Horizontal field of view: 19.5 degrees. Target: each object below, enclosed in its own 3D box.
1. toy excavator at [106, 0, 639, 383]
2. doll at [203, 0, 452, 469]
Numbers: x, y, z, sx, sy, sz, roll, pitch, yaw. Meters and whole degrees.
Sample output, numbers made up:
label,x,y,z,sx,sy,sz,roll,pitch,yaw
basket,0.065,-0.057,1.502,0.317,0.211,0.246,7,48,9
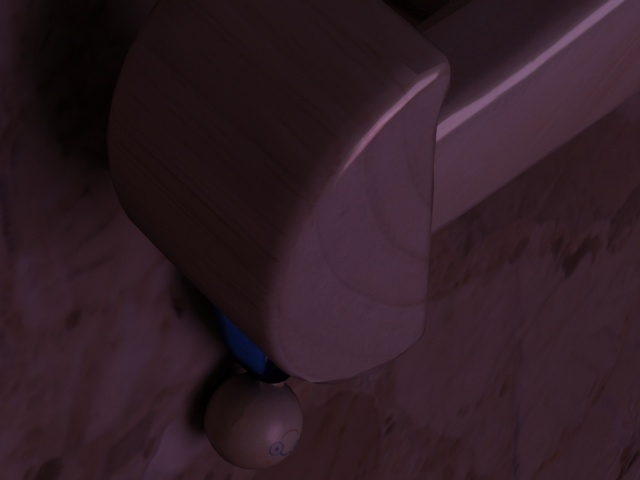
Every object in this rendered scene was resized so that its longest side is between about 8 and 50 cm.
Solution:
label,x,y,z,sx,sy,sz,roll,pitch,yaw
toy excavator,0.170,-0.179,0.553,0.433,0.222,0.445,-18,140,-43
doll,0.000,0.000,0.683,0.129,0.046,0.189,-12,130,-61
